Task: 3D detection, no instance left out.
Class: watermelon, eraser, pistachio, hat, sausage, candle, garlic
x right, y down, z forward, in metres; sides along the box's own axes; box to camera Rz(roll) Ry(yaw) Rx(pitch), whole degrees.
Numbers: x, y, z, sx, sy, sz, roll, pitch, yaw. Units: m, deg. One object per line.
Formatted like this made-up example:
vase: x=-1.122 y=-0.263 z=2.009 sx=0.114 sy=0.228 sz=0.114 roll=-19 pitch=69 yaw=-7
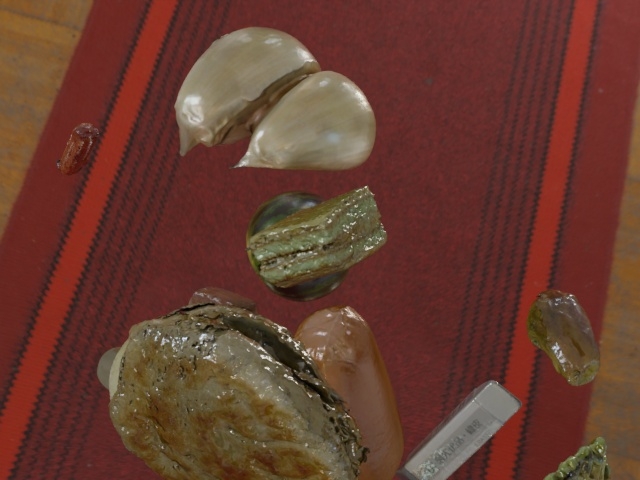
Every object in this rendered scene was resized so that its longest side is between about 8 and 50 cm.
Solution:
watermelon: x=-0.049 y=0.009 z=1.890 sx=0.269 sy=0.269 sz=0.268 roll=1 pitch=75 yaw=-5
eraser: x=0.286 y=0.424 z=1.713 sx=0.089 sy=0.061 sz=0.352 roll=39 pitch=113 yaw=2
pistachio: x=0.341 y=0.127 z=1.147 sx=0.090 sy=0.049 sz=0.173 roll=-13 pitch=41 yaw=8
hat: x=-0.392 y=0.237 z=1.669 sx=0.173 sy=0.144 sz=0.166 roll=31 pitch=44 yaw=28
sausage: x=0.035 y=0.183 z=0.906 sx=0.105 sy=0.274 sz=0.105 roll=-11 pitch=40 yaw=9
candle: x=-0.469 y=-0.175 z=1.563 sx=0.051 sy=0.329 sz=0.048 roll=-25 pitch=94 yaw=-24
garlic: x=-0.067 y=-0.214 z=1.330 sx=0.249 sy=0.313 sz=0.286 roll=-31 pitch=80 yaw=29

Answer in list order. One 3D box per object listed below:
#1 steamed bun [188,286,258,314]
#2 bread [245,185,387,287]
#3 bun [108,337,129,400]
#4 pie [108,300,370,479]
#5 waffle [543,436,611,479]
steamed bun: x=-0.216 y=0.170 z=1.807 sx=0.145 sy=0.175 sz=0.106 roll=19 pitch=92 yaw=15
bread: x=0.000 y=0.000 z=1.154 sx=0.138 sy=0.196 sz=0.102 roll=-22 pitch=93 yaw=28
bun: x=-0.256 y=0.253 z=1.416 sx=0.259 sy=0.152 sz=0.259 roll=-7 pitch=101 yaw=-38
pie: x=-0.060 y=0.126 z=0.557 sx=0.163 sy=0.079 sz=0.193 roll=-34 pitch=102 yaw=27
waffle: x=0.418 y=0.450 z=1.371 sx=0.214 sy=0.207 sz=0.054 roll=-27 pitch=39 yaw=-24
